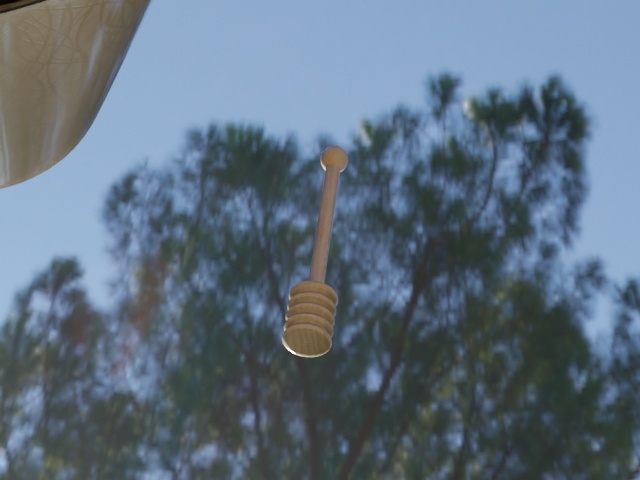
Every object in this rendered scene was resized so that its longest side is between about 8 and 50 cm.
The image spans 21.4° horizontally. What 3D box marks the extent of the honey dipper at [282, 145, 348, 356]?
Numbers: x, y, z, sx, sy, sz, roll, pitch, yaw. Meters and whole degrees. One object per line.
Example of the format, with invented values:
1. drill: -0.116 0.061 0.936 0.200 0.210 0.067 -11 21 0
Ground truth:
1. honey dipper: 0.000 0.000 1.046 0.030 0.161 0.030 4 -40 4

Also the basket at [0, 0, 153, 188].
1. basket: -0.131 -0.115 0.639 0.204 0.227 0.154 -40 -95 -21
